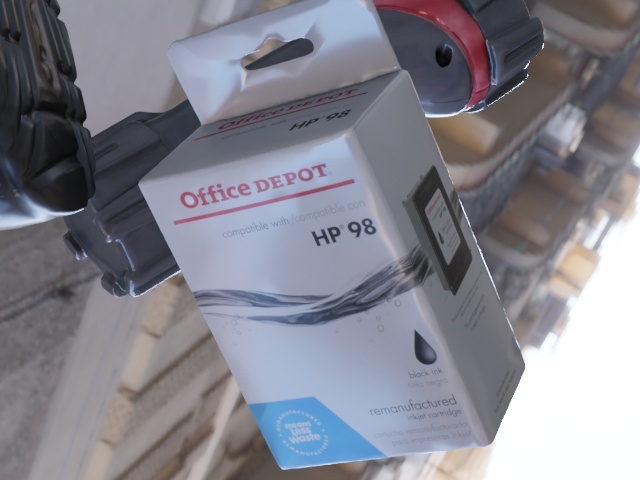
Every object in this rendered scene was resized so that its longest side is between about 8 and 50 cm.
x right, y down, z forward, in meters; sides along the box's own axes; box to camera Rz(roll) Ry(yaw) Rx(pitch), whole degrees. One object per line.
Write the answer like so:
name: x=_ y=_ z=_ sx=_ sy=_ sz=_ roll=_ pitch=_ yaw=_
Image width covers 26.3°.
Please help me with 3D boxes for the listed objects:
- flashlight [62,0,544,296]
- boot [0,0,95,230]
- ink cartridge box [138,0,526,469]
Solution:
flashlight: x=-0.007 y=-0.070 z=0.804 sx=0.304 sy=0.103 sz=0.103 roll=-34 pitch=-162 yaw=-25
boot: x=-0.217 y=-0.115 z=0.480 sx=0.223 sy=0.118 sz=0.338 roll=-19 pitch=-126 yaw=5
ink cartridge box: x=0.000 y=0.000 z=0.553 sx=0.104 sy=0.180 sz=0.060 roll=-12 pitch=-157 yaw=31
